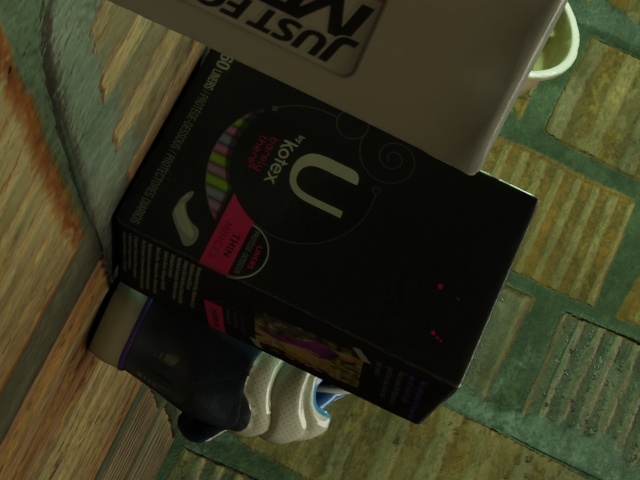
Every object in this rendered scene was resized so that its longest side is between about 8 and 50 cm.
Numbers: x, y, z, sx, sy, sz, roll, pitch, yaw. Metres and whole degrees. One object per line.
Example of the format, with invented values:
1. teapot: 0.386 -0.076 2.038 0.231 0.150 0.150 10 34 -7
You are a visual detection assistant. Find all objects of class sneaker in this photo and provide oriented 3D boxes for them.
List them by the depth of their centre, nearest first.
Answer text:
1. sneaker: -0.038 0.047 1.188 0.130 0.236 0.323 -65 179 38

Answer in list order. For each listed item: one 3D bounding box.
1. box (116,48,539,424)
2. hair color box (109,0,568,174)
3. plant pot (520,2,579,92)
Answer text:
1. box: 0.000 0.000 1.014 0.143 0.270 0.165 114 1 -69
2. hair color box: 0.052 -0.228 0.426 0.113 0.185 0.374 -64 180 -59
3. plant pot: 0.140 -0.257 1.902 0.305 0.334 0.334 -51 -172 41
